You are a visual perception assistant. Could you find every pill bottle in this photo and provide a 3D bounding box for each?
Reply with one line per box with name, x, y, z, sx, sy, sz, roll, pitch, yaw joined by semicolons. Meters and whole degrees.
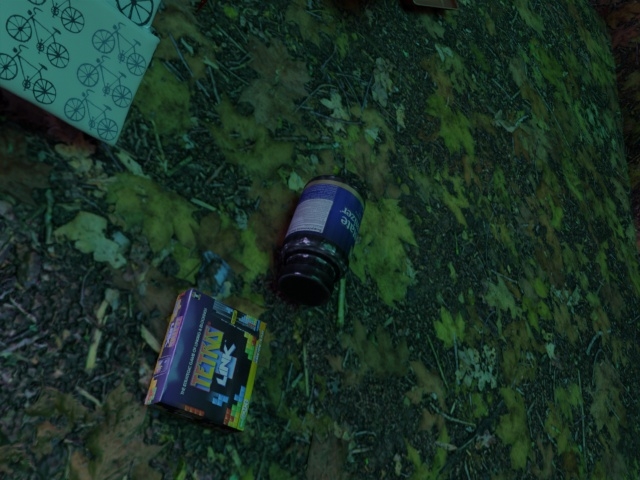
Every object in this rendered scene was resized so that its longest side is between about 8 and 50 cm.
pill bottle;0.000;0.000;1.032;0.122;0.122;0.219;38;50;-26

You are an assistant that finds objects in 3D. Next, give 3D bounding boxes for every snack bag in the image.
snack bag;-0.322;-0.337;0.734;0.323;0.037;0.343;33;74;-55

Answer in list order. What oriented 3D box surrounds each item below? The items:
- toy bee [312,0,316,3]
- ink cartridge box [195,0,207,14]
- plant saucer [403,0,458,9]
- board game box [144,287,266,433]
toy bee;0.061;-0.646;1.348;0.195;0.162;0.299;66;27;-70
ink cartridge box;-0.172;-0.546;1.066;0.056;0.181;0.225;33;54;-29
plant saucer;0.277;-0.784;1.704;0.259;0.047;0.259;-19;86;-47
board game box;-0.161;0.176;0.852;0.141;0.048;0.171;32;53;-32
